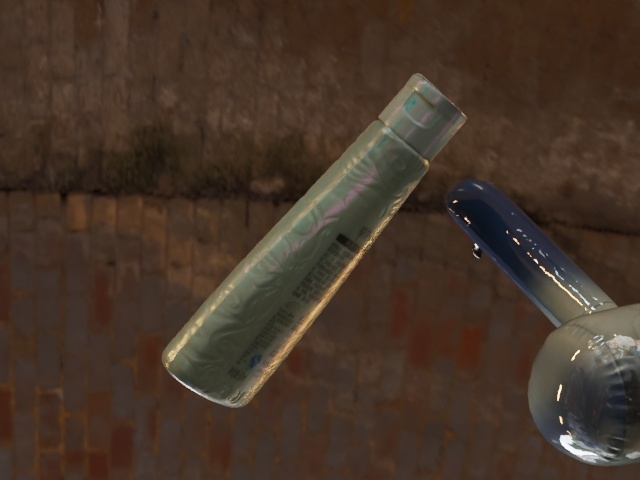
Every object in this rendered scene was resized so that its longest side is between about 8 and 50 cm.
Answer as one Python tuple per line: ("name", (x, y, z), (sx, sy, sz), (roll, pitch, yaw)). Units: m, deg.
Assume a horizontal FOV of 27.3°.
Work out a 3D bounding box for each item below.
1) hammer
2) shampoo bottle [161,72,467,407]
("hammer", (0.121, 0.027, 0.635), (0.116, 0.194, 0.069), (-7, -52, -30))
("shampoo bottle", (0.000, 0.000, 0.661), (0.190, 0.041, 0.069), (-50, -36, 5))
